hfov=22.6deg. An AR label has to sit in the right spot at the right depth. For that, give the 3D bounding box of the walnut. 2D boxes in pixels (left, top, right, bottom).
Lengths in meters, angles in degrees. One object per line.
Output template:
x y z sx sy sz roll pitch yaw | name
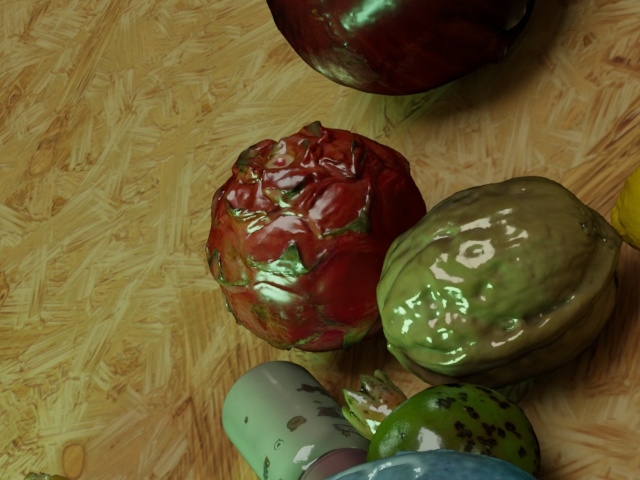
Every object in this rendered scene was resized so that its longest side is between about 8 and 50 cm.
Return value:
0.166 0.042 1.498 0.245 0.198 0.198 -23 42 15 | walnut

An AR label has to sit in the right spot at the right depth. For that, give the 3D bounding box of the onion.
0.103 -0.322 1.802 0.341 0.341 0.341 -26 42 25 | onion

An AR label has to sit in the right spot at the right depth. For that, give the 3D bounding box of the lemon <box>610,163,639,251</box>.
0.337 -0.035 1.466 0.155 0.114 0.114 -22 43 28 | lemon

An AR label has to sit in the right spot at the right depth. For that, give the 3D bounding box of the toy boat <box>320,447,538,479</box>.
0.061 0.293 1.322 0.330 0.215 0.123 -24 8 36 | toy boat

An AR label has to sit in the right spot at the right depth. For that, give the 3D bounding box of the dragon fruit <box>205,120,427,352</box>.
-0.003 -0.002 1.636 0.241 0.241 0.252 -128 45 -53 | dragon fruit

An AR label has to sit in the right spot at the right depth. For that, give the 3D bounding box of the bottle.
-0.004 0.216 1.569 0.110 0.110 0.233 -46 38 0 | bottle

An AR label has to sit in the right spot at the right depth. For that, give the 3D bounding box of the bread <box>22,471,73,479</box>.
-0.274 0.370 1.683 0.239 0.111 0.246 7 61 46 | bread

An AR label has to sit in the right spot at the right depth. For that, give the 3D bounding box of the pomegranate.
0.103 0.191 1.436 0.205 0.159 0.159 37 84 33 | pomegranate
